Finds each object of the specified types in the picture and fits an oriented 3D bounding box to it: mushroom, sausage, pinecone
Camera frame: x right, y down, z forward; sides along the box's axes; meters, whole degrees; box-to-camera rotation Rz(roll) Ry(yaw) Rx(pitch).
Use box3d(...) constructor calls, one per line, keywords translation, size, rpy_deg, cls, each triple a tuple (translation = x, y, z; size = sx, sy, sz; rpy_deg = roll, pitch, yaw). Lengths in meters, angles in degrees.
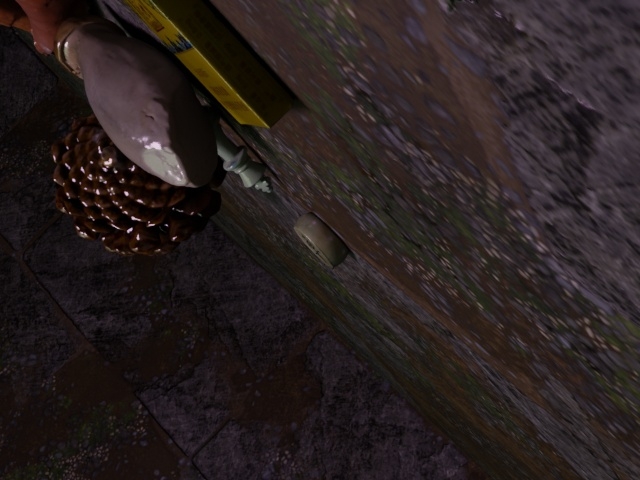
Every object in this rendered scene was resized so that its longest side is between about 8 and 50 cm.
box3d(translation=(-0.233, -0.184, 1.477), size=(0.350, 0.128, 0.128), rpy_deg=(46, 176, 42), cls="mushroom")
box3d(translation=(-0.372, -0.328, 1.610), size=(0.094, 0.094, 0.419), rpy_deg=(24, 174, -5), cls="sausage")
box3d(translation=(-0.266, -0.093, 1.727), size=(0.264, 0.264, 0.264), rpy_deg=(44, 174, 6), cls="pinecone")

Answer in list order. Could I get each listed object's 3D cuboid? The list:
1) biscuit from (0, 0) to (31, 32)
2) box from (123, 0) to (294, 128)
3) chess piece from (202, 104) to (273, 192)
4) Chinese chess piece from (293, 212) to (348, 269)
box3d(translation=(-0.529, -0.396, 1.866), size=(0.284, 0.043, 0.306), rpy_deg=(35, -162, 3), cls="biscuit")
box3d(translation=(-0.141, -0.215, 1.067), size=(0.279, 0.041, 0.153), rpy_deg=(46, 175, -14), cls="box")
box3d(translation=(-0.114, -0.113, 1.541), size=(0.149, 0.059, 0.059), rpy_deg=(40, 177, -27), cls="chess piece")
box3d(translation=(0.000, 0.000, 1.582), size=(0.084, 0.034, 0.084), rpy_deg=(45, 173, 7), cls="Chinese chess piece")
